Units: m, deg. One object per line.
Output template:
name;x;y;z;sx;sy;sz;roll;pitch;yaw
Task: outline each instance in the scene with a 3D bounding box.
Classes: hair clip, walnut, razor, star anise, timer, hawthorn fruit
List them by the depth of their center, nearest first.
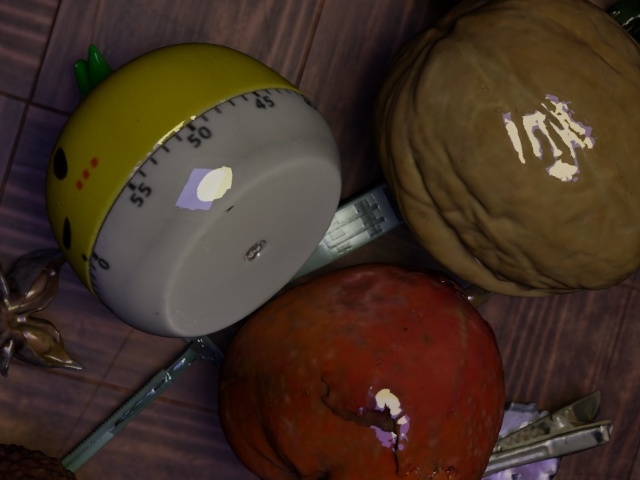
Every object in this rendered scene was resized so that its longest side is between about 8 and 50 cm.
timer;-0.143;-0.074;1.042;0.285;0.285;0.285;-1;95;-13
walnut;0.198;-0.082;1.056;0.313;0.277;0.252;47;56;-25
hawthorn fruit;0.067;0.131;1.096;0.307;0.276;0.276;-44;104;-32
star anise;-0.368;0.100;1.105;0.227;0.218;0.148;0;134;25
razor;-0.190;0.169;1.142;0.211;0.036;0.084;-44;101;-6
hair clip;0.177;0.240;1.216;0.292;0.084;0.106;-19;104;-6

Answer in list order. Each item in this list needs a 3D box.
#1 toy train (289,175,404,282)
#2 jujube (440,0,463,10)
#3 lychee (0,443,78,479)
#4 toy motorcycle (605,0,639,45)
toy train;0.000;0.000;1.162;0.234;0.051;0.052;-29;97;-9
jujube;0.193;-0.327;1.129;0.168;0.168;0.236;16;80;-14
lychee;-0.283;0.287;1.064;0.188;0.188;0.188;-1;95;-13
toy motorcycle;0.343;-0.223;1.125;0.127;0.205;0.275;-4;136;-17
